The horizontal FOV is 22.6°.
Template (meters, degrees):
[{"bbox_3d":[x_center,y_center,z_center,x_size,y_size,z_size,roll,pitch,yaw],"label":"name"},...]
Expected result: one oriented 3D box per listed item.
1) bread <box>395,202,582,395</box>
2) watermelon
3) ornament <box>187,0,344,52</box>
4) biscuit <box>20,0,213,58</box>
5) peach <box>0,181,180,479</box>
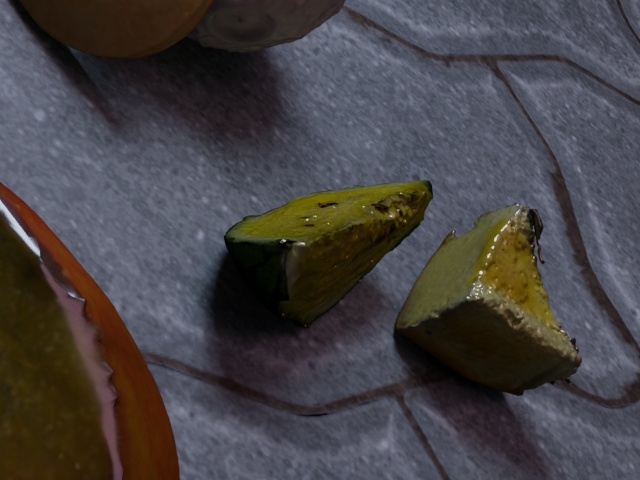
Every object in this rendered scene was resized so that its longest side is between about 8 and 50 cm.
[{"bbox_3d":[0.181,0.057,1.636,0.169,0.140,0.160,35,46,-27],"label":"bread"},{"bbox_3d":[0.000,0.000,1.491,0.123,0.129,0.301,55,28,6],"label":"watermelon"},{"bbox_3d":[-0.077,-0.308,1.599,0.259,0.259,0.225,19,59,-37],"label":"ornament"},{"bbox_3d":[-0.217,-0.340,1.480,0.052,0.275,0.355,-8,79,-74],"label":"biscuit"},{"bbox_3d":[-0.257,0.135,0.891,0.335,0.310,0.406,-39,75,-20],"label":"peach"}]
